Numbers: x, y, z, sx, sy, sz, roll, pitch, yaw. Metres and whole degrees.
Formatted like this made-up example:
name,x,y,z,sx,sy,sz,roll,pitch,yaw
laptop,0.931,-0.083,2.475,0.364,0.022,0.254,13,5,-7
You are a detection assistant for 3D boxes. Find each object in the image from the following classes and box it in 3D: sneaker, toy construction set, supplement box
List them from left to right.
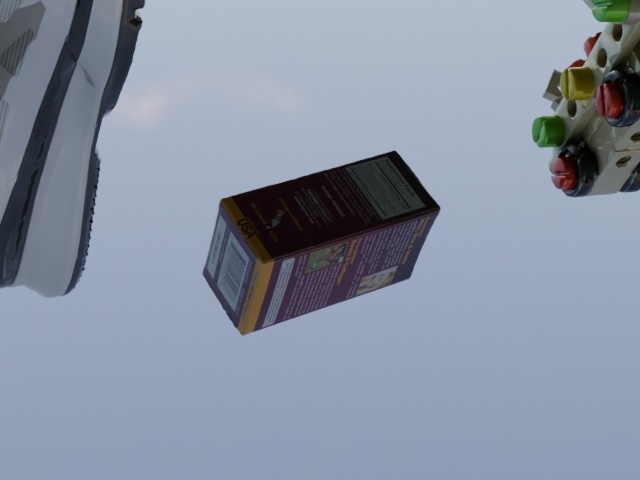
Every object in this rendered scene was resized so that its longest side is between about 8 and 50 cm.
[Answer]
name,x,y,z,sx,sy,sz,roll,pitch,yaw
sneaker,-0.257,-0.131,0.835,0.257,0.448,0.169,-4,-139,-24
supplement box,0.000,0.000,1.243,0.188,0.104,0.081,-17,-123,-29
toy construction set,0.257,-0.167,1.247,0.151,0.328,0.215,-13,-121,-7
